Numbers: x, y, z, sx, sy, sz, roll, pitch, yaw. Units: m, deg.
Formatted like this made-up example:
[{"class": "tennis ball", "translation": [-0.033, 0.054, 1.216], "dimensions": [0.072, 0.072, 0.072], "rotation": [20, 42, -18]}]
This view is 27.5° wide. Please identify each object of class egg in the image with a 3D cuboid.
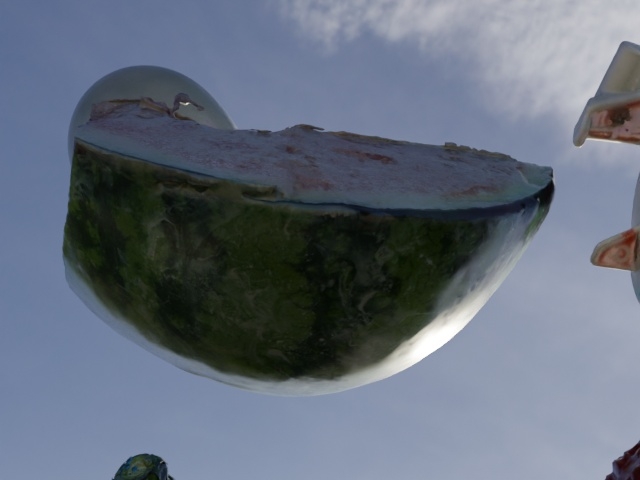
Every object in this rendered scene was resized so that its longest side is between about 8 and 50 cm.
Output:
[{"class": "egg", "translation": [-0.144, -0.071, 1.198], "dimensions": [0.209, 0.151, 0.151], "rotation": [49, -29, 33]}]

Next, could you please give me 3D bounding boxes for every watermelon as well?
[{"class": "watermelon", "translation": [0.000, 0.000, 0.799], "dimensions": [0.305, 0.180, 0.224], "rotation": [7, -26, -8]}]

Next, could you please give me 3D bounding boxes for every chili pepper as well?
[{"class": "chili pepper", "translation": [-0.176, 0.350, 1.559], "dimensions": [0.061, 0.098, 0.224], "rotation": [23, -33, 56]}]

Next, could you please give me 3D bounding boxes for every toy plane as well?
[{"class": "toy plane", "translation": [0.299, -0.055, 0.969], "dimensions": [0.252, 0.118, 0.252], "rotation": [-3, -68, -8]}]

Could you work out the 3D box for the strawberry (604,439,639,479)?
[{"class": "strawberry", "translation": [0.247, 0.191, 0.665], "dimensions": [0.261, 0.261, 0.257], "rotation": [20, -13, -1]}]
